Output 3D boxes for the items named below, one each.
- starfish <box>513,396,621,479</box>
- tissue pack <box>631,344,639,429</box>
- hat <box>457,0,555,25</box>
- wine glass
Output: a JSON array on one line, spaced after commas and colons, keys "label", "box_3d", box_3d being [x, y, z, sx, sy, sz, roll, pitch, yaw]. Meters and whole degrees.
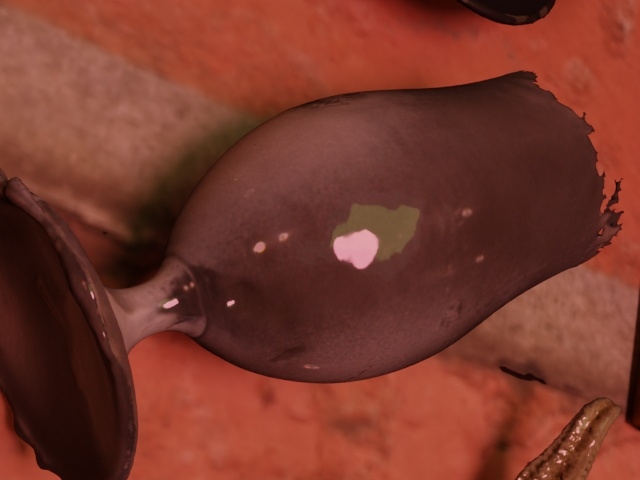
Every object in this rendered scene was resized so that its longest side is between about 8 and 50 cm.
[{"label": "starfish", "box_3d": [0.067, 0.162, 0.467, 0.217, 0.050, 0.223, 34, 76, -31]}, {"label": "tissue pack", "box_3d": [0.272, -0.036, 0.551, 0.145, 0.194, 0.274, 20, 72, -30]}, {"label": "hat", "box_3d": [0.057, -0.136, 0.511, 0.121, 0.050, 0.121, 9, 76, -38]}, {"label": "wine glass", "box_3d": [0.000, 0.000, 0.419, 0.222, 0.103, 0.103, -20, 93, -35]}]
